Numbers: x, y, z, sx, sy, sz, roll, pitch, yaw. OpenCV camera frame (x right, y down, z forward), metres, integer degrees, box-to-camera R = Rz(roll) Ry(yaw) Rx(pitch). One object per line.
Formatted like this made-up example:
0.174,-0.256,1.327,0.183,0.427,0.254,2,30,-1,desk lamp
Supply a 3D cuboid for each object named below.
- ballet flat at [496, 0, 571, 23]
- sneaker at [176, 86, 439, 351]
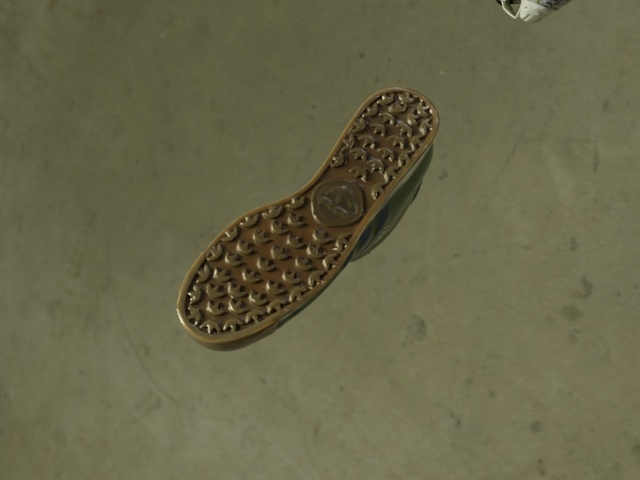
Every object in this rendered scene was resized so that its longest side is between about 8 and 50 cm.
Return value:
0.184,-0.210,0.827,0.041,0.041,0.114,-68,23,14,ballet flat
0.000,0.000,0.559,0.064,0.086,0.192,39,74,17,sneaker
